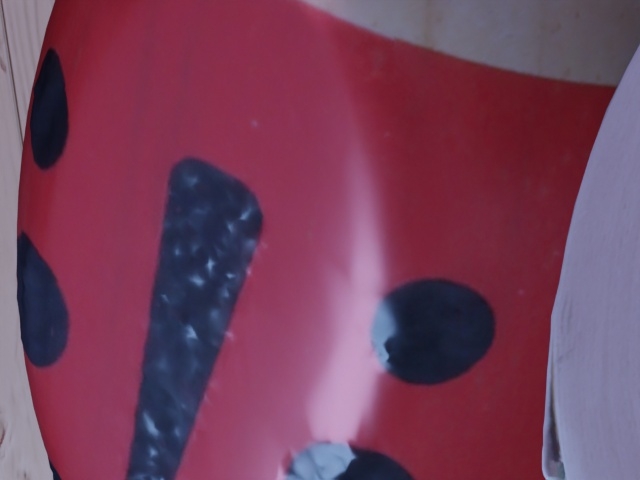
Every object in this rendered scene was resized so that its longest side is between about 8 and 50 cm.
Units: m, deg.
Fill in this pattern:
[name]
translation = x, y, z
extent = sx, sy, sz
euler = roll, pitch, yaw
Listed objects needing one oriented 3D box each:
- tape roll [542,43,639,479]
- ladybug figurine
[tape roll]
translation = 0.233, -0.006, 0.478
extent = 0.392, 0.072, 0.392
euler = -27, 47, 33
[ladybug figurine]
translation = 0.000, 0.000, 0.742
extent = 0.305, 0.162, 0.449
euler = 27, 124, 25
